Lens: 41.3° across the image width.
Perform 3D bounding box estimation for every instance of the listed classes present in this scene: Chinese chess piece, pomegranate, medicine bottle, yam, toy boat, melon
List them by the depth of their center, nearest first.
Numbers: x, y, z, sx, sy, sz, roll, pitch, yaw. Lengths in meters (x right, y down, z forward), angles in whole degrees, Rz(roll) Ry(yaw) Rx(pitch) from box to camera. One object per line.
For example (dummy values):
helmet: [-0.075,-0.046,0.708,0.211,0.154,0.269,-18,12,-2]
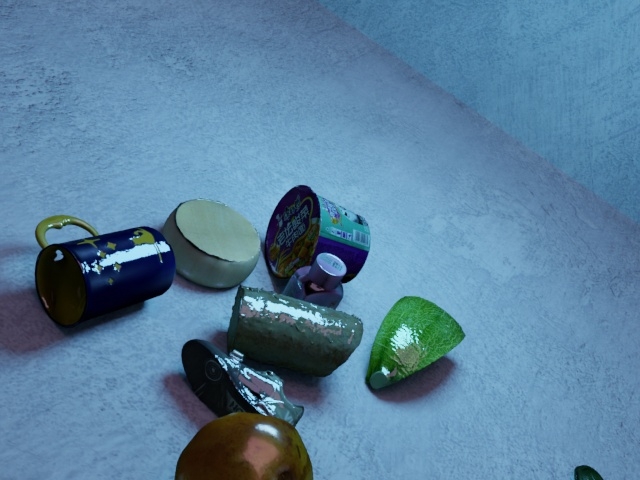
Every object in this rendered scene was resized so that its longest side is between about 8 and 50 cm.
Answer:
pomegranate: [-0.138,0.440,1.523,0.264,0.264,0.264,20,35,-15]
yam: [-0.066,0.211,1.932,0.304,0.168,0.168,18,36,-19]
toy boat: [0.668,0.628,2.050,0.104,0.052,0.210,17,35,-15]
medicine bottle: [-0.013,0.123,2.062,0.119,0.188,0.094,6,40,-31]
Chinese chess piece: [-0.269,0.005,2.101,0.249,0.103,0.250,21,34,-15]
melon: [0.225,0.261,2.124,0.196,0.124,0.323,32,32,15]

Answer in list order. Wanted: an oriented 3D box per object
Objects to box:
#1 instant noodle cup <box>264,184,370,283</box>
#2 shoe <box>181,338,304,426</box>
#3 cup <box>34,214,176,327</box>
instant noodle cup: [0.000,0.000,2.200,0.190,0.251,0.251,17,35,-34]
shoe: [-0.158,0.308,1.799,0.293,0.109,0.149,45,33,16]
cup: [-0.469,0.030,1.822,0.256,0.178,0.255,-19,84,-51]
